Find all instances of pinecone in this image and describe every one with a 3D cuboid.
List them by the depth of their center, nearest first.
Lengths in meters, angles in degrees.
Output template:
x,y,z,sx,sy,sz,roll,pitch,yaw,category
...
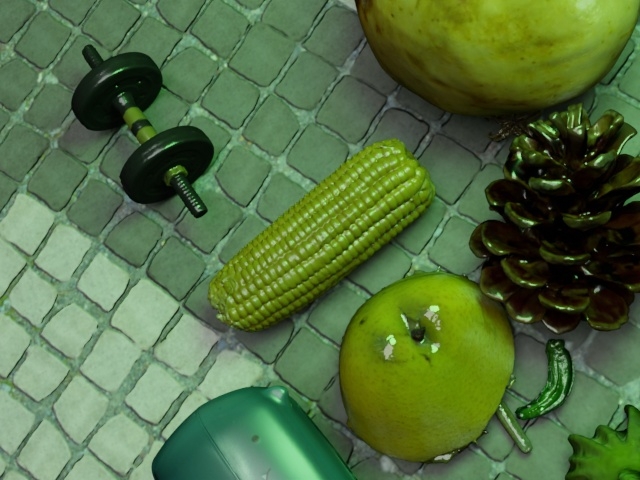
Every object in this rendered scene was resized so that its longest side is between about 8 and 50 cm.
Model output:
x,y,z,sx,sy,sz,roll,pitch,yaw,category
0.311,-0.025,1.289,0.244,0.309,0.244,0,47,0,pinecone

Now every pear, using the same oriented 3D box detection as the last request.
x,y,z,sx,sy,sz,roll,pitch,yaw,category
0.108,0.143,1.342,0.267,0.178,0.267,-8,70,23,pear

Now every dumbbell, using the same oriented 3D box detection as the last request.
x,y,z,sx,sy,sz,roll,pitch,yaw,category
-0.258,-0.162,1.525,0.143,0.143,0.325,-37,72,5,dumbbell

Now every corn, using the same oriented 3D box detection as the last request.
x,y,z,sx,sy,sz,roll,pitch,yaw,category
0.000,0.000,1.434,0.344,0.131,0.131,-40,72,7,corn

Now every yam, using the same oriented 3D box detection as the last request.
x,y,z,sx,sy,sz,roll,pitch,yaw,category
0.239,0.227,1.375,0.021,0.021,0.116,-36,73,5,yam

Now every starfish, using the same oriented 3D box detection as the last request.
x,y,z,sx,sy,sz,roll,pitch,yaw,category
0.272,-0.163,1.445,0.091,0.028,0.078,-29,71,3,starfish

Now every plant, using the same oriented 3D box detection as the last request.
x,y,z,sx,sy,sz,roll,pitch,yaw,category
0.380,0.254,1.184,0.251,0.333,0.180,36,74,31,plant

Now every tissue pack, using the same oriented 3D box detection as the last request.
x,y,z,sx,sy,sz,roll,pitch,yaw,category
-0.054,0.324,1.339,0.206,0.198,0.287,-40,70,4,tissue pack

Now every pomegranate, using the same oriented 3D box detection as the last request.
x,y,z,sx,sy,sz,roll,pitch,yaw,category
0.245,-0.337,1.325,0.410,0.410,0.410,-3,78,14,pomegranate

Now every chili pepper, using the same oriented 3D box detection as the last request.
x,y,z,sx,sy,sz,roll,pitch,yaw,category
0.299,0.186,1.364,0.055,0.035,0.118,26,96,31,chili pepper
